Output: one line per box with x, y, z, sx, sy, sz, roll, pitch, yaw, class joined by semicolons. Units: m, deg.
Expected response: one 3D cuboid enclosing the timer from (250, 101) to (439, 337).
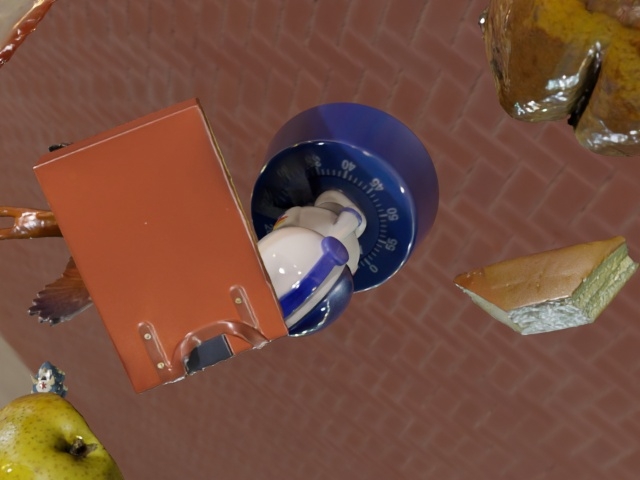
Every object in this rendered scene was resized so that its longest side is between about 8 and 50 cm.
0.000;0.000;1.372;0.270;0.383;0.270;7;119;13;timer

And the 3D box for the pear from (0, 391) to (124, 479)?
-0.196;0.179;0.689;0.141;0.104;0.141;26;129;37;pear

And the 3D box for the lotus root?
0.225;-0.164;0.775;0.180;0.188;0.199;3;-107;-84;lotus root

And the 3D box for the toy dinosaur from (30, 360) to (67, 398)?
-0.301;0.172;1.138;0.030;0.047;0.083;3;128;1;toy dinosaur

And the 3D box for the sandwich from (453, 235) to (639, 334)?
0.325;0.073;1.474;0.258;0.096;0.094;-16;140;26;sandwich

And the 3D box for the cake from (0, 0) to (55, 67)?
-0.438;-0.258;0.898;0.269;0.270;0.319;52;-163;26;cake

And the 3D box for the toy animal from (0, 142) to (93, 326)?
-0.333;-0.010;1.420;0.284;0.302;0.225;1;91;42;toy animal

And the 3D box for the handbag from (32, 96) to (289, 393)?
-0.113;0.006;0.756;0.063;0.127;0.190;-120;8;-74;handbag
